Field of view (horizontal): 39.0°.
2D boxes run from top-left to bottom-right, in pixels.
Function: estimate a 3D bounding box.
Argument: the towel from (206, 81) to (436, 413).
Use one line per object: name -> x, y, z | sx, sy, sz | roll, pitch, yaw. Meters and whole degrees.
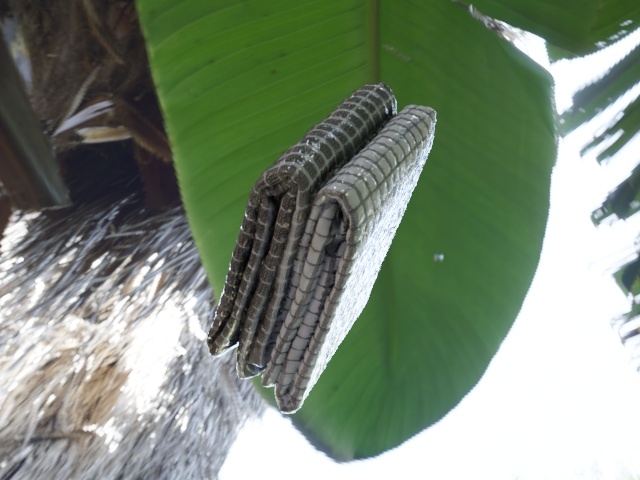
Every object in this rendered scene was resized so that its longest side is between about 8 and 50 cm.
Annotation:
towel -> 0.000, 0.000, 0.937 | 0.121, 0.235, 0.283 | 26, -53, 10
